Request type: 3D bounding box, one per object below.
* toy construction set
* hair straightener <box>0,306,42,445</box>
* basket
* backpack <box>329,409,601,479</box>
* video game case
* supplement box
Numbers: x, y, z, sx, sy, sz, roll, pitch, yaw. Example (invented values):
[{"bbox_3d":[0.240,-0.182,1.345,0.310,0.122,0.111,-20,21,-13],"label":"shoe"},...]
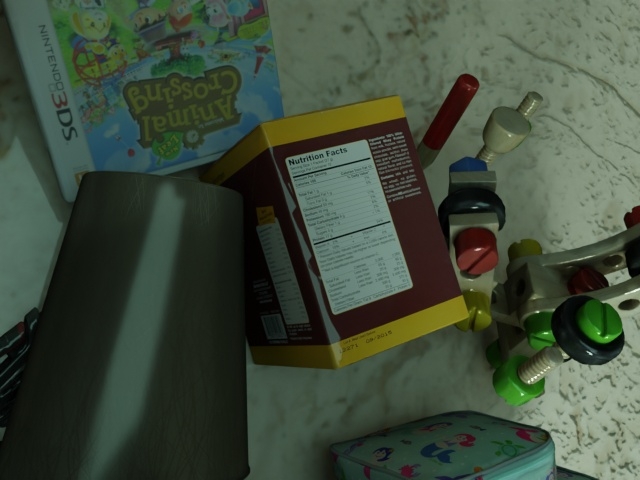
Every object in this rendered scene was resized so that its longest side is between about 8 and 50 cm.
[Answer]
[{"bbox_3d":[0.180,0.022,0.712,0.258,0.237,0.308,-10,60,-27],"label":"toy construction set"},{"bbox_3d":[-0.274,0.136,0.569,0.230,0.047,0.089,-44,117,-29],"label":"hair straightener"},{"bbox_3d":[-0.136,0.068,0.553,0.204,0.154,0.226,11,84,-42],"label":"basket"},{"bbox_3d":[0.133,0.258,0.625,0.254,0.225,0.191,1,86,-28],"label":"backpack"},{"bbox_3d":[-0.138,-0.151,0.591,0.212,0.023,0.193,-20,119,-23],"label":"video game case"},{"bbox_3d":[0.000,0.000,0.623,0.129,0.191,0.194,-16,89,-26],"label":"supplement box"}]
